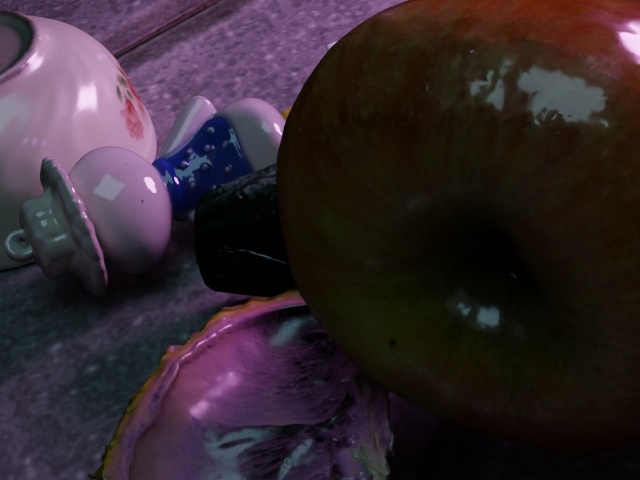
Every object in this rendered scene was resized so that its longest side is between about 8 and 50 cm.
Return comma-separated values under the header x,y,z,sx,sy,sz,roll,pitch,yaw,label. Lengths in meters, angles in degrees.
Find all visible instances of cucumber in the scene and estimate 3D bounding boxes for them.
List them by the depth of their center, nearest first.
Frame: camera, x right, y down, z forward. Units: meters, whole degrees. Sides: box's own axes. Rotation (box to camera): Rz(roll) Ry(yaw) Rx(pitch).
x,y,z,sx,sy,sz,roll,pitch,yaw,label
0.000,0.000,1.001,0.193,0.115,0.085,-6,27,21,cucumber

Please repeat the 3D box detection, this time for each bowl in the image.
x,y,z,sx,sy,sz,roll,pitch,yaw,label
-0.294,-0.110,1.194,0.277,0.145,0.277,-6,41,5,bowl

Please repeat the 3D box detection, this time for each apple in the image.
x,y,z,sx,sy,sz,roll,pitch,yaw,label
0.131,-0.026,0.811,0.309,0.277,0.250,33,37,16,apple

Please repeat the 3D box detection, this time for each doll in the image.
x,y,z,sx,sy,sz,roll,pitch,yaw,label
-0.116,-0.042,1.094,0.293,0.119,0.138,-23,81,-17,doll

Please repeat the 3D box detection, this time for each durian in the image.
x,y,z,sx,sy,sz,roll,pitch,yaw,label
-0.039,0.149,0.858,0.191,0.112,0.341,-6,35,6,durian

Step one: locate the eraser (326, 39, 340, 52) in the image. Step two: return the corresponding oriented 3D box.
x,y,z,sx,sy,sz,roll,pitch,yaw,label
0.100,-0.075,1.096,0.078,0.076,0.298,-23,41,-10,eraser
